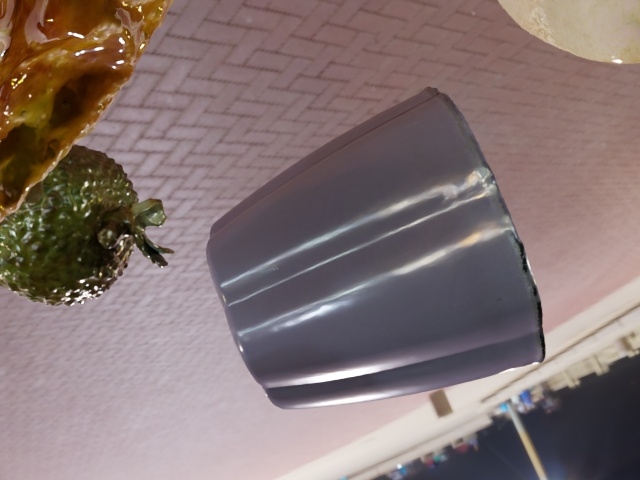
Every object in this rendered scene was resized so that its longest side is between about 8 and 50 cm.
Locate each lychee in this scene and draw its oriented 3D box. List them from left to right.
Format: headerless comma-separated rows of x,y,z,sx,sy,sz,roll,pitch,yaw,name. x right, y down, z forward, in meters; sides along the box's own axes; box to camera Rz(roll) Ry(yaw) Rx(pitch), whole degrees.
-0.407,-0.027,1.179,0.270,0.270,0.320,-5,178,-42,lychee

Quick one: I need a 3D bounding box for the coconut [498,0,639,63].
0.386,-0.421,0.945,0.344,0.415,0.415,-52,162,-5,coconut

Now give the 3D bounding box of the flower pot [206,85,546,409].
0.039,0.026,0.675,0.243,0.265,0.265,-21,162,0,flower pot

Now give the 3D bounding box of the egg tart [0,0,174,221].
-0.230,-0.146,0.446,0.443,0.178,0.443,-53,-173,9,egg tart
